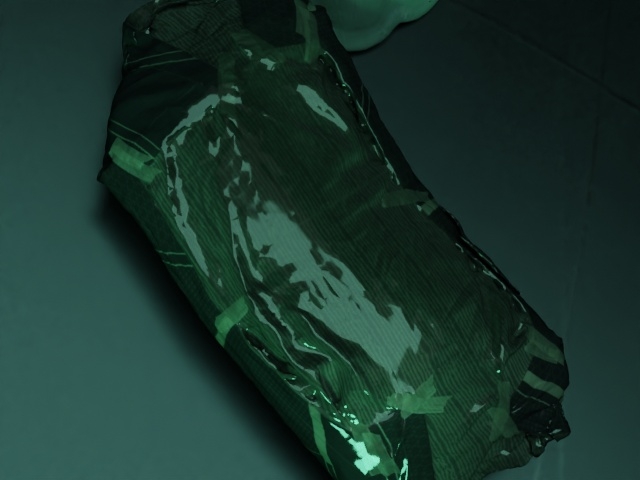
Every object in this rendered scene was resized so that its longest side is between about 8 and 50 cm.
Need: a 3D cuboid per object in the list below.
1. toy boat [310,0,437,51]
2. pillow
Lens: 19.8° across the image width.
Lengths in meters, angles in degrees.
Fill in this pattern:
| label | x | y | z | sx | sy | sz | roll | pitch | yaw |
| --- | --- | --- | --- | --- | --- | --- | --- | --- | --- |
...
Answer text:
| label | x | y | z | sx | sy | sz | roll | pitch | yaw |
| --- | --- | --- | --- | --- | --- | --- | --- | --- | --- |
| toy boat | -0.032 | -0.247 | 1.058 | 0.290 | 0.100 | 0.199 | 43 | 73 | 0 |
| pillow | 0.000 | 0.000 | 1.005 | 0.161 | 0.092 | 0.335 | -36 | 85 | -19 |
